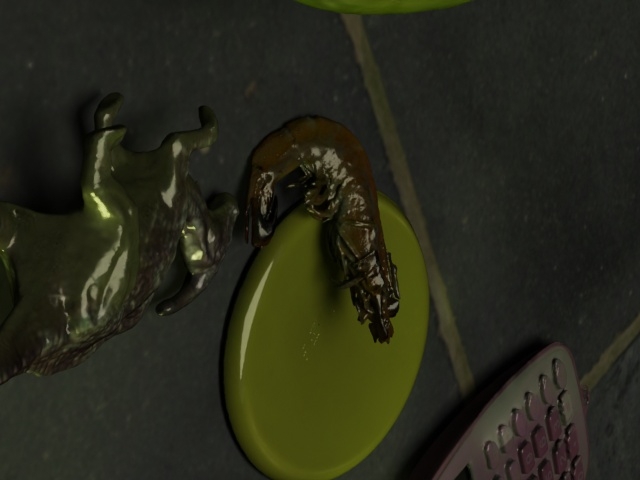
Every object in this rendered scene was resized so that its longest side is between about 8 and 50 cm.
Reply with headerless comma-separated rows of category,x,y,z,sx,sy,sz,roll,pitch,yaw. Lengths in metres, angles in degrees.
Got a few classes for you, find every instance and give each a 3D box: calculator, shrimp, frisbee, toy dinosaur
calculator,0.153,0.213,1.614,0.294,0.043,0.194,-41,128,-39
shrimp,0.001,0.000,1.348,0.124,0.034,0.178,-18,99,-40
frisbee,0.011,0.073,1.421,0.236,0.017,0.236,-17,113,-45
toy dinosaur,-0.136,-0.003,1.179,0.294,0.077,0.162,-23,118,-45

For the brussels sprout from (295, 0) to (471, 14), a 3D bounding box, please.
brussels sprout,0.047,-0.307,1.159,0.344,0.268,0.344,-8,102,-42
